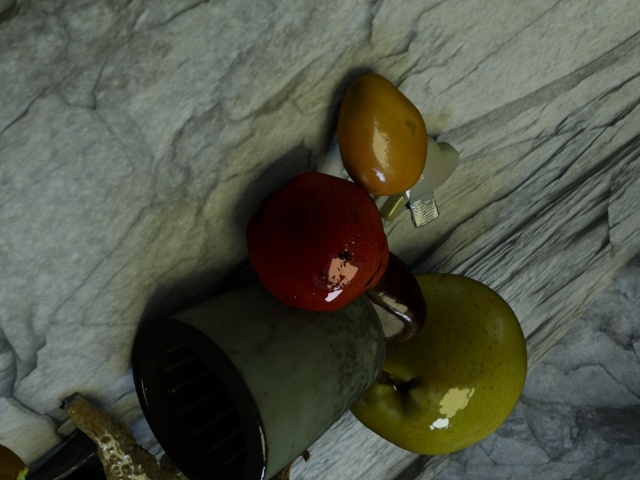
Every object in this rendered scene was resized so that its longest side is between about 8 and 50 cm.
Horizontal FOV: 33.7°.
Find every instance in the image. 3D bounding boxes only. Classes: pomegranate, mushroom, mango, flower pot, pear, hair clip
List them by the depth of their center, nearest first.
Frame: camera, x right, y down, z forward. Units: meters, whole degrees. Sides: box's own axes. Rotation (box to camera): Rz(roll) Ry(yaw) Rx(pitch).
[{"bbox_3d":[0.085,-0.154,1.534,0.145,0.112,0.219,-57,144,-21],"label":"mango"},{"bbox_3d":[0.000,0.000,1.542,0.210,0.210,0.235,-51,178,16],"label":"pomegranate"},{"bbox_3d":[-0.080,0.192,1.641,0.330,0.293,0.293,-29,152,-39],"label":"flower pot"},{"bbox_3d":[0.160,-0.097,1.786,0.159,0.071,0.218,-34,149,-13],"label":"hair clip"},{"bbox_3d":[0.088,0.086,1.818,0.194,0.138,0.231,3,153,7],"label":"mushroom"},{"bbox_3d":[0.220,0.234,2.053,0.418,0.362,0.362,-24,151,-58],"label":"pear"}]

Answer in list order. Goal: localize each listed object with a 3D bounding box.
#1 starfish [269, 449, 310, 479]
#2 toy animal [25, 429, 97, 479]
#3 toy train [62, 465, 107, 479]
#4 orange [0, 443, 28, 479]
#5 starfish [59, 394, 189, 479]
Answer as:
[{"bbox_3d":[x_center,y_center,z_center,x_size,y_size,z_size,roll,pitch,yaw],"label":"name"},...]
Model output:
[{"bbox_3d":[-0.139,0.568,2.320,0.312,0.113,0.303,-26,150,-26],"label":"starfish"},{"bbox_3d":[-0.500,0.441,1.631,0.367,0.081,0.206,-31,154,-34],"label":"toy animal"},{"bbox_3d":[-0.436,0.511,1.779,0.330,0.138,0.178,-49,148,11],"label":"toy train"},{"bbox_3d":[-0.499,0.356,1.410,0.179,0.158,0.237,-17,141,-53],"label":"orange"},{"bbox_3d":[-0.293,0.387,1.668,0.432,0.082,0.324,-8,98,-59],"label":"starfish"}]
